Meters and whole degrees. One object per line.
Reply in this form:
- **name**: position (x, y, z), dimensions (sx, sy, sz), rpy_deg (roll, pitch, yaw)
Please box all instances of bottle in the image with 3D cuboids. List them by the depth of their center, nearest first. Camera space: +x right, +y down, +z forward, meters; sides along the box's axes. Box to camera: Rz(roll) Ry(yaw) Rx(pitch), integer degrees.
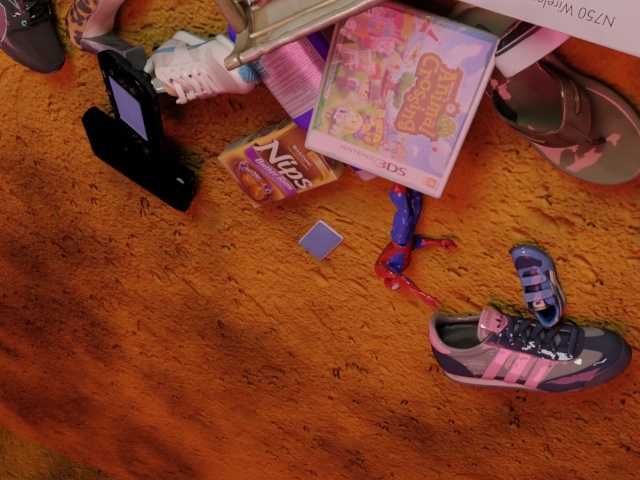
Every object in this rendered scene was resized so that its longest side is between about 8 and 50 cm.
- **bottle**: position (0.001, -0.208, 0.877), dimensions (0.118, 0.092, 0.283), rpy_deg (-23, 116, 40)

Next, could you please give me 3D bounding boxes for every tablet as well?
- **tablet**: position (0.000, 0.000, 1.139), dimensions (0.054, 0.006, 0.083), rpy_deg (38, 137, -7)

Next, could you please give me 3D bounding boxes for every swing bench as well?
- **swing bench**: position (-0.030, -0.353, 0.668), dimensions (0.253, 0.165, 0.255), rpy_deg (-16, 125, 20)

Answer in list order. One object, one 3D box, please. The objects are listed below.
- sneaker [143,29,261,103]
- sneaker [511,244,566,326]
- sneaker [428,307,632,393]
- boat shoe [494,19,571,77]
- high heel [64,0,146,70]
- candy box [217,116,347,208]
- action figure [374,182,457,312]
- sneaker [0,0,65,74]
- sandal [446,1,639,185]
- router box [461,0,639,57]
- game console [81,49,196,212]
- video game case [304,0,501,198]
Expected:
- **sneaker**: position (-0.166, -0.230, 0.893), dimensions (0.228, 0.092, 0.087), rpy_deg (24, 156, 49)
- **sneaker**: position (0.331, 0.069, 0.975), dimensions (0.053, 0.059, 0.144), rpy_deg (-15, 120, 41)
- **sneaker**: position (0.319, 0.166, 1.035), dimensions (0.318, 0.112, 0.131), rpy_deg (-11, 126, 35)
- **boat shoe**: position (0.270, -0.293, 0.618), dimensions (0.105, 0.113, 0.306), rpy_deg (44, 129, -3)
- **high heel**: position (-0.325, -0.387, 0.918), dimensions (0.186, 0.093, 0.261), rpy_deg (31, 129, 32)
- **candy box**: position (-0.062, -0.127, 1.021), dimensions (0.186, 0.053, 0.109), rpy_deg (-17, 119, 38)
- **action figure**: position (0.159, -0.005, 0.977), dimensions (0.139, 0.091, 0.280), rpy_deg (28, 138, 17)
- **sneaker**: position (-0.466, -0.380, 0.980), dimensions (0.106, 0.101, 0.267), rpy_deg (-3, 128, 29)
- **sandal**: position (0.261, -0.165, 0.772), dimensions (0.302, 0.086, 0.120), rpy_deg (39, 135, -6)
- **router box**: position (0.286, -0.287, 0.459), dimensions (0.335, 0.082, 0.301), rpy_deg (29, 131, 27)
- **game console**: position (-0.303, -0.178, 1.039), dimensions (0.213, 0.044, 0.361), rpy_deg (33, 157, 5)
- **video game case**: position (0.093, -0.175, 0.789), dimensions (0.193, 0.023, 0.213), rpy_deg (22, 123, 8)
